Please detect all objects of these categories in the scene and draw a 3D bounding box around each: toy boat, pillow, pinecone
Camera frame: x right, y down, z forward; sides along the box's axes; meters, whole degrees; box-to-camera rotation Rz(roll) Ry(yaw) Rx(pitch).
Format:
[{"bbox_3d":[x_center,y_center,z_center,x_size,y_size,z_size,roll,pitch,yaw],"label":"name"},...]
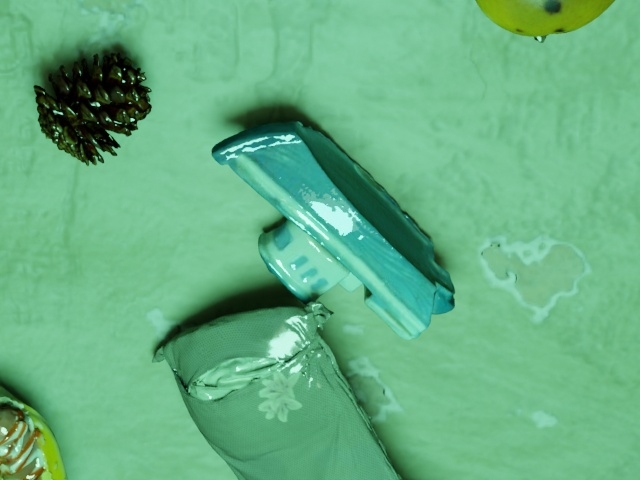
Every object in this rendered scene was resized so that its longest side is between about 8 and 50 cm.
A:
[{"bbox_3d":[0.000,0.000,1.255,0.102,0.088,0.215,-38,113,17],"label":"toy boat"},{"bbox_3d":[-0.017,0.159,1.320,0.169,0.059,0.255,-17,119,26],"label":"pillow"},{"bbox_3d":[-0.161,-0.097,1.206,0.083,0.077,0.077,-42,111,3],"label":"pinecone"}]

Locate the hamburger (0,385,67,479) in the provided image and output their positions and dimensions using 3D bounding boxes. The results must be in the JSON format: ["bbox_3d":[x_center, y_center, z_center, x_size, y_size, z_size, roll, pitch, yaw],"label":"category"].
[{"bbox_3d":[-0.277,0.204,1.315,0.173,0.116,0.210,-4,115,0],"label":"hamburger"}]

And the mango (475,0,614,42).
[{"bbox_3d":[0.173,-0.221,1.166,0.115,0.090,0.178,28,102,-8],"label":"mango"}]
